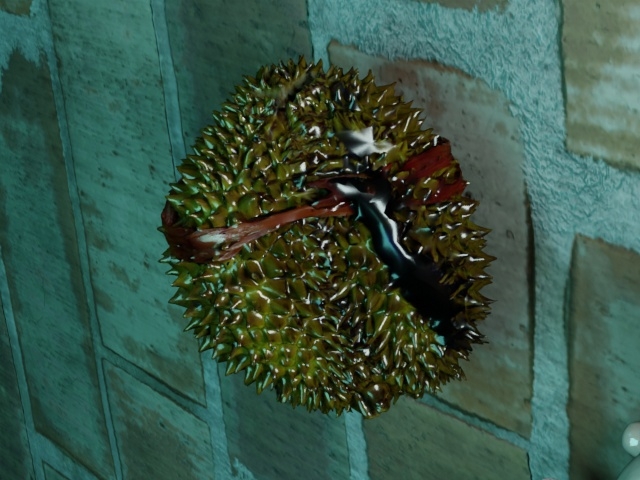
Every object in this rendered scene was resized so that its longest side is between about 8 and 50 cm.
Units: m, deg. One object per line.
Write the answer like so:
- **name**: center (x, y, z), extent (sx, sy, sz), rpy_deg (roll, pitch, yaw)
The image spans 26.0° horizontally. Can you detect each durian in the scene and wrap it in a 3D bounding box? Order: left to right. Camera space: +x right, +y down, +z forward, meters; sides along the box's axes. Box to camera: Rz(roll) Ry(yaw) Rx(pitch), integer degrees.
- **durian**: center (0.005, -0.001, 1.444), extent (0.348, 0.348, 0.384), rpy_deg (-24, 78, 56)

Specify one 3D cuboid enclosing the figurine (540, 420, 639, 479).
- **figurine**: center (0.314, 0.268, 1.342), extent (0.145, 0.181, 0.257), rpy_deg (27, 140, -16)
